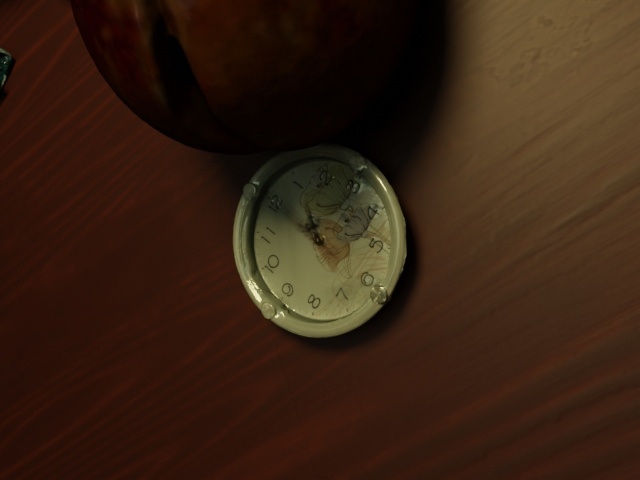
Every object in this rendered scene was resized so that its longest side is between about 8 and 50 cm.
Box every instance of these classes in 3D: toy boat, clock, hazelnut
[{"bbox_3d":[-0.582,-0.275,1.083,0.137,0.060,0.061,-49,46,15],"label":"toy boat"},{"bbox_3d":[0.000,0.000,0.765,0.237,0.053,0.236,0,91,30],"label":"clock"},{"bbox_3d":[-0.091,-0.309,0.662,0.402,0.402,0.429,14,100,28],"label":"hazelnut"}]
